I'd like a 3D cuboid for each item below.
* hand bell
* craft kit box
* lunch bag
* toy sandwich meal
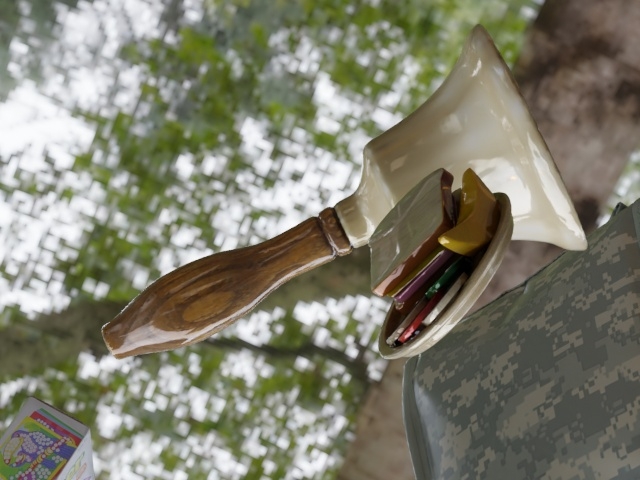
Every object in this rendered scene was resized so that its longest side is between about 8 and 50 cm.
[{"bbox_3d":[0.000,0.000,0.839,0.126,0.242,0.126,63,-175,-10],"label":"hand bell"},{"bbox_3d":[-0.242,0.266,1.155,0.061,0.247,0.250,25,-119,12],"label":"craft kit box"},{"bbox_3d":[0.191,0.133,1.147,0.169,0.235,0.287,30,-144,-36],"label":"lunch bag"},{"bbox_3d":[0.041,0.007,0.623,0.029,0.085,0.085,37,-159,-11],"label":"toy sandwich meal"}]
